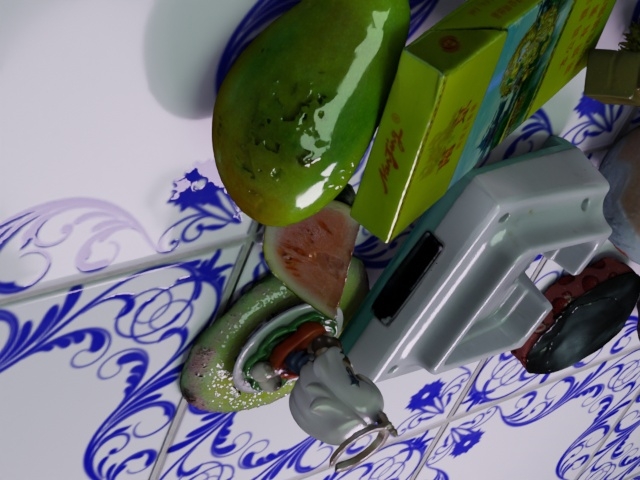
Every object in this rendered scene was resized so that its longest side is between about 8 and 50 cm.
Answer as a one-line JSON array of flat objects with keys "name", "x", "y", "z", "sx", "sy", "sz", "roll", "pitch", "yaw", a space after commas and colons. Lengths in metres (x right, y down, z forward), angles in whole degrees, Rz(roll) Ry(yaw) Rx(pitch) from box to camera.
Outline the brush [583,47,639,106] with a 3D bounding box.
[{"name": "brush", "x": 0.327, "y": -0.145, "z": 1.421, "sx": 0.233, "sy": 0.103, "sz": 0.047, "roll": 2, "pitch": 98, "yaw": -70}]

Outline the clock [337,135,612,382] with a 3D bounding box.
[{"name": "clock", "x": 0.166, "y": 0.034, "z": 1.497, "sx": 0.231, "sy": 0.116, "sz": 0.262, "roll": -16, "pitch": 145, "yaw": -53}]

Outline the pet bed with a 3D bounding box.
[{"name": "pet bed", "x": 0.331, "y": 0.100, "z": 1.882, "sx": 0.201, "sy": 0.053, "sz": 0.201, "roll": -29, "pitch": 151, "yaw": -18}]

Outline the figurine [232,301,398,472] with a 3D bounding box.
[{"name": "figurine", "x": 0.002, "y": 0.151, "z": 1.402, "sx": 0.132, "sy": 0.154, "sz": 0.132, "roll": -28, "pitch": 149, "yaw": -19}]

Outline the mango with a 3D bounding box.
[{"name": "mango", "x": -0.010, "y": -0.113, "z": 1.122, "sx": 0.125, "sy": 0.111, "sz": 0.233, "roll": -13, "pitch": 140, "yaw": -44}]

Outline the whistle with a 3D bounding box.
[{"name": "whistle", "x": 0.403, "y": -0.003, "z": 1.630, "sx": 0.189, "sy": 0.189, "sz": 0.348, "roll": -34, "pitch": 125, "yaw": -8}]

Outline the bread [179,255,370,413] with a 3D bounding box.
[{"name": "bread", "x": -0.037, "y": 0.101, "z": 1.479, "sx": 0.228, "sy": 0.033, "sz": 0.228, "roll": -30, "pitch": 151, "yaw": -18}]

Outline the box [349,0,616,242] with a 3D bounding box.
[{"name": "box", "x": 0.155, "y": -0.151, "z": 1.217, "sx": 0.335, "sy": 0.047, "sz": 0.187, "roll": -39, "pitch": 158, "yaw": -38}]

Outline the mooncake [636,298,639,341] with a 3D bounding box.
[{"name": "mooncake", "x": 0.595, "y": 0.062, "z": 1.935, "sx": 0.350, "sy": 0.212, "sz": 0.381, "roll": -6, "pitch": 146, "yaw": -18}]

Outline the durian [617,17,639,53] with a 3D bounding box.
[{"name": "durian", "x": 0.348, "y": -0.188, "z": 1.430, "sx": 0.086, "sy": 0.100, "sz": 0.215, "roll": -42, "pitch": 176, "yaw": 5}]

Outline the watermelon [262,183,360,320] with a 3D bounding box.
[{"name": "watermelon", "x": 0.000, "y": -0.011, "z": 1.329, "sx": 0.069, "sy": 0.087, "sz": 0.163, "roll": -57, "pitch": 168, "yaw": -38}]
